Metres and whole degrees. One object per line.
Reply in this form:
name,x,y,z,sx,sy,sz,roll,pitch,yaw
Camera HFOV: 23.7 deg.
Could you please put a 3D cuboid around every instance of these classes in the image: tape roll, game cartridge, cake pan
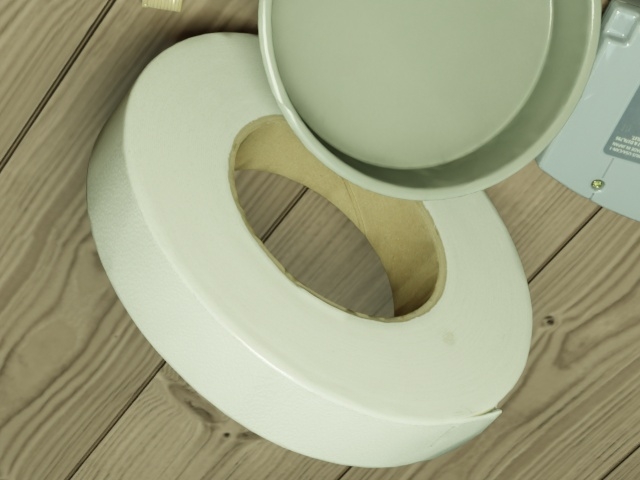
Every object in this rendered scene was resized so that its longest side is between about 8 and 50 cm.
tape roll,0.000,0.000,1.224,0.392,0.392,0.072,26,130,-22
game cartridge,0.354,-0.096,1.386,0.297,0.062,0.198,15,130,-14
cake pan,0.084,-0.180,1.227,0.293,0.054,0.293,-4,102,-18

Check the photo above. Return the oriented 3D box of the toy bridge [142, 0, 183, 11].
toy bridge,-0.131,-0.270,1.237,0.063,0.026,0.188,9,127,-7
